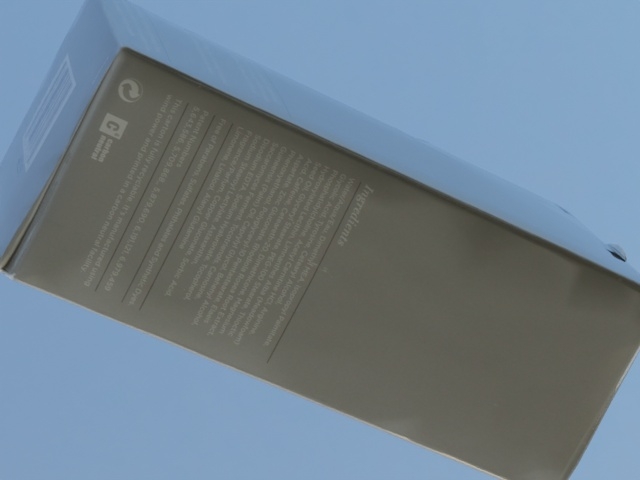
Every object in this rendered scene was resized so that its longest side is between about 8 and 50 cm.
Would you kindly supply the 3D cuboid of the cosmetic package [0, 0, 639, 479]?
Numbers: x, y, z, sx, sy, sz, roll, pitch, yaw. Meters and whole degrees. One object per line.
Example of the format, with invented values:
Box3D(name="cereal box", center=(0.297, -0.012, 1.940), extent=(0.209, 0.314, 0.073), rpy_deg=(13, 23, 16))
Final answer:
Box3D(name="cosmetic package", center=(0.000, 0.000, 0.769), extent=(0.238, 0.127, 0.107), rpy_deg=(27, -80, -16))
